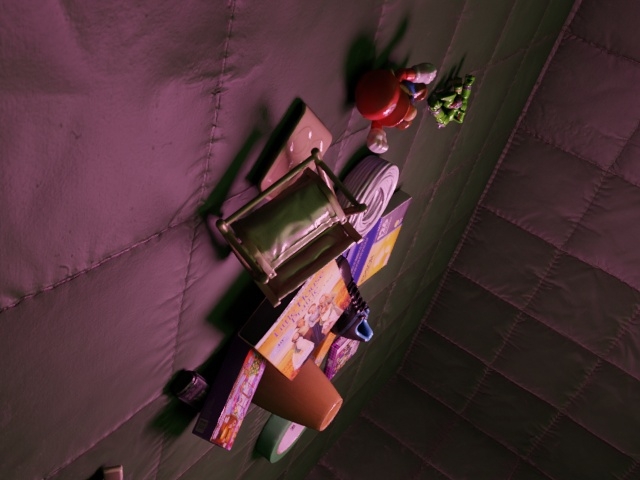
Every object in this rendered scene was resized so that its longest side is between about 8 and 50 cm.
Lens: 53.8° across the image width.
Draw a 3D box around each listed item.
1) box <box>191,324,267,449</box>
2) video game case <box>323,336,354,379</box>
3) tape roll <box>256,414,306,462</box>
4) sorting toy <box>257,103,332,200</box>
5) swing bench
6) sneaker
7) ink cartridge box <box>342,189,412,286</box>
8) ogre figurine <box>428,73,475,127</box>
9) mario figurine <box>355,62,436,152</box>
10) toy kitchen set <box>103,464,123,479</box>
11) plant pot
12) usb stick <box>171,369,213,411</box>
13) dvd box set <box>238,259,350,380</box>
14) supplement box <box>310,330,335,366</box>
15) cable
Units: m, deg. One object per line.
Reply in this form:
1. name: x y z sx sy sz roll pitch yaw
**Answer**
1. box: -0.225 0.391 1.664 0.201 0.057 0.293 76 34 -65
2. video game case: 0.101 0.454 2.662 0.210 0.042 0.232 -40 154 -38
3. tape roll: -0.122 0.713 2.474 0.321 0.077 0.321 -47 158 -26
4. sorting toy: -0.056 -0.174 1.361 0.208 0.038 0.193 -62 161 0
5. swing bench: -0.053 -0.017 1.313 0.253 0.165 0.255 -37 167 -9
6. sneaker: 0.096 0.185 2.026 0.125 0.139 0.341 -45 138 -34
7. ink cartridge box: 0.176 0.009 2.135 0.307 0.072 0.304 -36 151 -50
8. ogre figurine: 0.415 -0.433 1.996 0.197 0.097 0.118 -57 152 -36
9. mario figurine: 0.196 -0.320 1.521 0.320 0.170 0.198 -29 112 -67
10. toy kitchen set: -0.528 0.602 1.365 0.207 0.166 0.122 -3 133 -21
11. plant pot: -0.066 0.472 1.981 0.237 0.254 0.237 -47 157 -28
12. usb stick: -0.305 0.389 1.596 0.077 0.045 0.278 -45 158 -13
13. dvd box set: -0.050 0.201 1.697 0.307 0.062 0.420 -52 158 -14
14. supplement box: -0.016 0.370 2.207 0.078 0.080 0.233 -9 131 -62
15. cable: 0.122 -0.117 1.787 0.257 0.089 0.257 -26 143 -57
